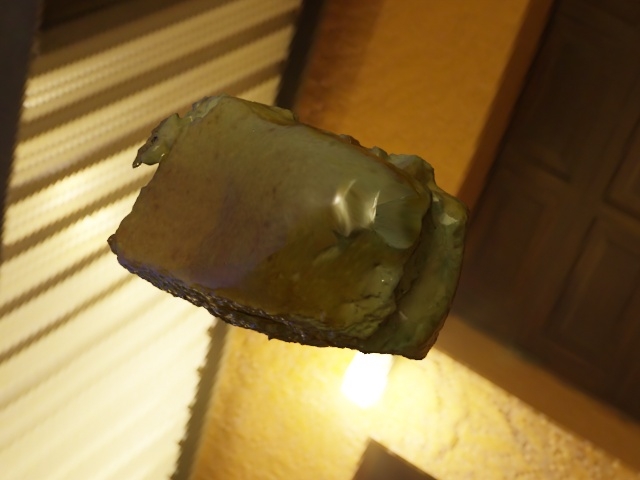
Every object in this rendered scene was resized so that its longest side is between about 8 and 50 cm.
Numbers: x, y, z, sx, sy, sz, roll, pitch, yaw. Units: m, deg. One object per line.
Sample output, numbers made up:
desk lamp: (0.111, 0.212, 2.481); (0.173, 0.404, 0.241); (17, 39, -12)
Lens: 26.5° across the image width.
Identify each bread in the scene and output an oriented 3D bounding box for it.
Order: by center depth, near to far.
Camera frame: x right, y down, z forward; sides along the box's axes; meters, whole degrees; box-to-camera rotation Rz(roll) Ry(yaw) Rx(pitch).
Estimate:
bread: (-0.005, -0.001, 0.585); (0.110, 0.156, 0.103); (-163, 91, -75)
